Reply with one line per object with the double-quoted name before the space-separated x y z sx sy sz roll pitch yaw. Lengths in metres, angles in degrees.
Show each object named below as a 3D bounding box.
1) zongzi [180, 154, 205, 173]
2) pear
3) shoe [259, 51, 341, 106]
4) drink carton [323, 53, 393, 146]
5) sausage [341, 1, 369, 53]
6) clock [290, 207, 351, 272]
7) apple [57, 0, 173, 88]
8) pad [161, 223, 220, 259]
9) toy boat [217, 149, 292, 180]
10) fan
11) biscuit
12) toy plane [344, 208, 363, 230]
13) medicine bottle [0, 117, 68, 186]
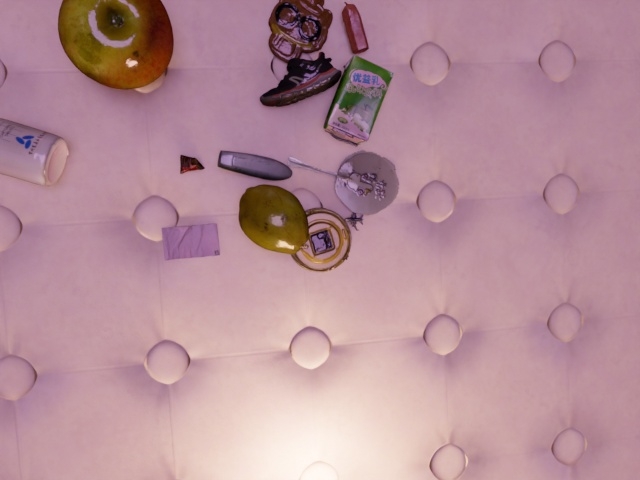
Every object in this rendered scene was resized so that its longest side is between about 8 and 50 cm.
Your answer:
"zongzi" -0.431 -0.262 1.696 0.083 0.073 0.067 3 74 -10
"pear" -0.152 -0.070 1.679 0.212 0.212 0.269 -42 87 -4
"shoe" -0.079 -0.548 1.708 0.291 0.114 0.137 -24 91 -2
"drink carton" 0.123 -0.479 1.748 0.161 0.108 0.270 22 89 -11
"sausage" 0.117 -0.740 1.757 0.065 0.065 0.169 -17 96 -7
"clock" 0.000 0.000 1.782 0.237 0.057 0.236 -1 94 -9
"apple" -0.616 -0.635 1.534 0.340 0.339 0.339 0 93 -8
"pad" -0.446 0.004 1.742 0.188 0.006 0.113 -6 95 -6
"toy boat" -0.220 -0.254 1.731 0.261 0.085 0.078 9 93 -20
"fan" 0.084 -0.224 1.792 0.415 0.012 0.232 12 83 -9
"biscuit" -0.067 -0.749 1.739 0.209 0.041 0.290 28 89 -10
"toy plane" 0.119 -0.074 1.804 0.083 0.031 0.078 0 92 -28
"medicine bottle" -0.963 -0.284 1.567 0.293 0.170 0.170 16 91 -8
